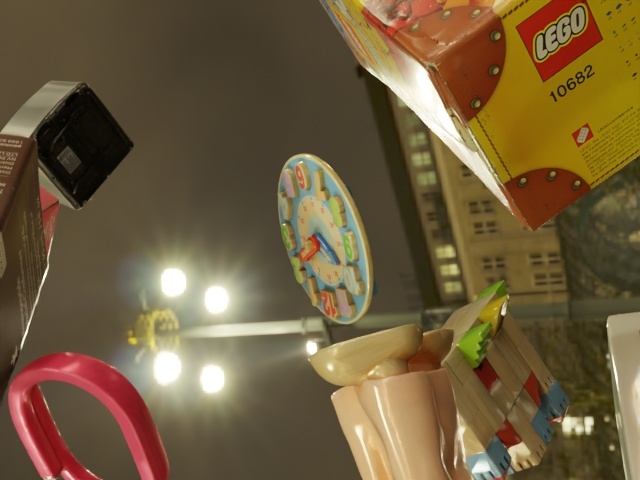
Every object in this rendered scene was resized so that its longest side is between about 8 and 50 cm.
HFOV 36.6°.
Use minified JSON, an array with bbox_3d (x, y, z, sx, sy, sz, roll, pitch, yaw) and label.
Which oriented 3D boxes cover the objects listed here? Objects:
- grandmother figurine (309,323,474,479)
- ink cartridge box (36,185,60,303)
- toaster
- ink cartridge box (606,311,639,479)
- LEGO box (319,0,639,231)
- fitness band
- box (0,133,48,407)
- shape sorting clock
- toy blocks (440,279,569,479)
[{"bbox_3d":[0.091,0.229,0.609,0.208,0.104,0.342,8,-118,-55],"label":"grandmother figurine"},{"bbox_3d":[-0.490,0.053,1.279,0.283,0.117,0.207,-47,-15,-54],"label":"ink cartridge box"},{"bbox_3d":[-0.440,-0.171,1.660,0.168,0.110,0.185,-56,-44,-24],"label":"toaster"},{"bbox_3d":[0.386,0.174,0.782,0.197,0.270,0.198,64,-157,-49],"label":"ink cartridge box"},{"bbox_3d":[0.260,-0.297,0.841,0.193,0.500,0.372,52,-177,-36],"label":"LEGO box"},{"bbox_3d":[-0.326,0.278,1.367,0.054,0.209,0.290,-59,-38,-49],"label":"fitness band"},{"bbox_3d":[-0.366,0.075,0.907,0.381,0.143,0.191,-87,5,-49],"label":"box"},{"bbox_3d":[0.000,0.000,1.126,0.040,0.206,0.206,-23,-69,-24],"label":"shape sorting clock"},{"bbox_3d":[0.280,0.272,1.615,0.261,0.191,0.381,55,-142,-5],"label":"toy blocks"}]
